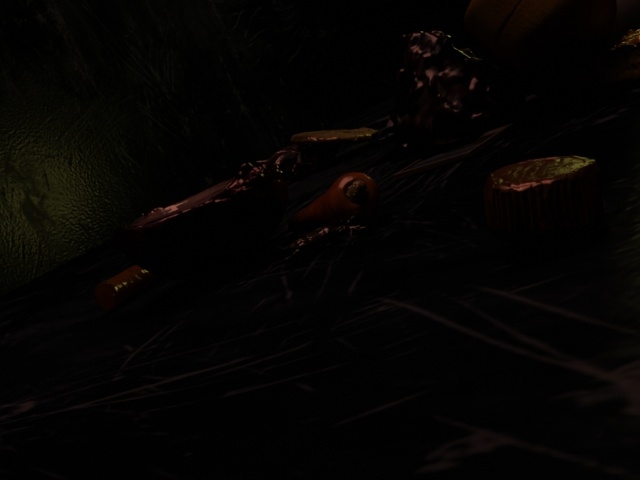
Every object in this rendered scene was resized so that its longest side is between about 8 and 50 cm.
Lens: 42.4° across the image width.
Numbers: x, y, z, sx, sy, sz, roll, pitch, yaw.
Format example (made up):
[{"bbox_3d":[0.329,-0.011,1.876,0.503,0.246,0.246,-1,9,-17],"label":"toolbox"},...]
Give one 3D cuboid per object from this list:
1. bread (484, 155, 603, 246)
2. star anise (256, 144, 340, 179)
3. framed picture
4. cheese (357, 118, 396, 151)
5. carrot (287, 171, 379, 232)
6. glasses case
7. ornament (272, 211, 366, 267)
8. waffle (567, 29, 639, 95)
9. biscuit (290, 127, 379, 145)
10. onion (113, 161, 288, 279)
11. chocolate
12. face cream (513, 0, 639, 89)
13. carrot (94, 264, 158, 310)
[{"bbox_3d":[0.155,-0.024,0.570,0.085,0.053,0.085,-13,14,3],"label":"bread"},{"bbox_3d":[-0.050,-0.187,1.926,0.180,0.061,0.204,7,27,33],"label":"star anise"},{"bbox_3d":[0.186,-0.123,1.159,0.109,0.011,0.149,-33,12,-38],"label":"framed picture"},{"bbox_3d":[0.165,-0.215,1.551,0.156,0.064,0.250,-19,9,42],"label":"cheese"},{"bbox_3d":[0.011,-0.033,1.029,0.061,0.061,0.257,-29,1,-21],"label":"carrot"},{"bbox_3d":[0.330,-0.308,1.187,0.173,0.141,0.371,-54,-16,14],"label":"glasses case"},{"bbox_3d":[0.000,0.000,0.920,0.073,0.028,0.125,-31,9,-35],"label":"ornament"},{"bbox_3d":[0.455,-0.265,1.089,0.211,0.055,0.160,-30,9,-17],"label":"waffle"},{"bbox_3d":[0.040,-0.241,1.915,0.220,0.033,0.220,-3,11,1],"label":"biscuit"},{"bbox_3d":[-0.134,-0.020,1.089,0.227,0.120,0.283,-30,7,-35],"label":"onion"},{"bbox_3d":[0.189,-0.242,1.258,0.206,0.177,0.224,-27,10,-34],"label":"chocolate"},{"bbox_3d":[0.497,-0.398,1.456,0.370,0.145,0.145,-18,12,33],"label":"face cream"},{"bbox_3d":[-0.292,0.061,1.284,0.048,0.048,0.139,-20,10,30],"label":"carrot"}]
